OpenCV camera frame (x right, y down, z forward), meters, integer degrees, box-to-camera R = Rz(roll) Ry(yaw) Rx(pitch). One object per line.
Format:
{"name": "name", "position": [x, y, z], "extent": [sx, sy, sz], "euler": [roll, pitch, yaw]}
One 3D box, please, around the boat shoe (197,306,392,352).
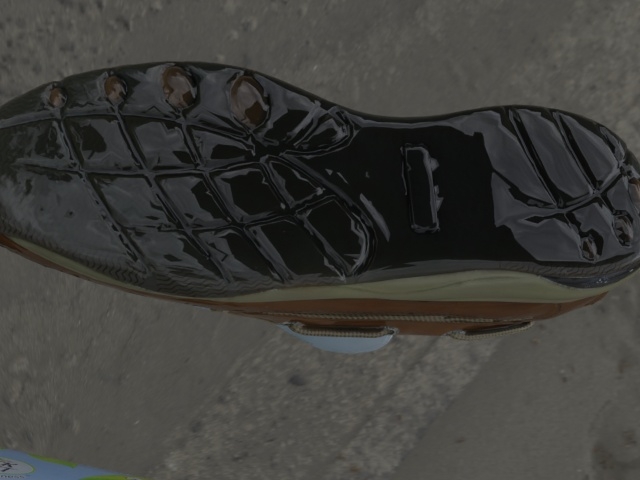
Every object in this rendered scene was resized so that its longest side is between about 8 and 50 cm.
{"name": "boat shoe", "position": [-0.020, 0.026, 0.842], "extent": [0.183, 0.065, 0.083], "euler": [16, 30, 16]}

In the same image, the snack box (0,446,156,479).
{"name": "snack box", "position": [-0.175, 0.137, 0.429], "extent": [0.174, 0.207, 0.070], "euler": [9, 95, 13]}

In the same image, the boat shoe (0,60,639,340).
{"name": "boat shoe", "position": [0.000, 0.000, 0.545], "extent": [0.323, 0.120, 0.123], "euler": [6, 60, -8]}
